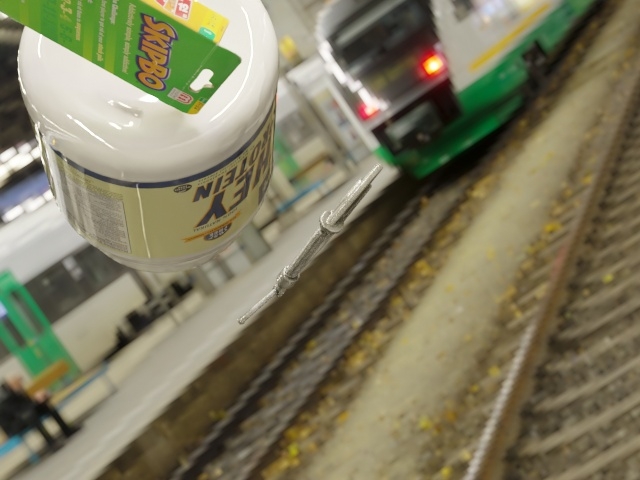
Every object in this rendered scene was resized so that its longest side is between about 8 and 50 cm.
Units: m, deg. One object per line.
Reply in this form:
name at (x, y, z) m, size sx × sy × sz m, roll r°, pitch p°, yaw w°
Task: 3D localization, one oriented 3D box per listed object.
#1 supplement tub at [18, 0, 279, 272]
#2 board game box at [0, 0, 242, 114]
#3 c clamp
supplement tub at (-0.161, -0.114, 1.460) m, size 0.235 × 0.235 × 0.325 m, roll -35°, pitch -15°, yaw -15°
board game box at (-0.191, -0.195, 1.210) m, size 0.124 × 0.259 × 0.039 m, roll -38°, pitch 24°, yaw 59°
c clamp at (0.000, 0.000, 1.316) m, size 0.137 × 0.022 × 0.161 m, roll -45°, pitch -5°, yaw -43°
